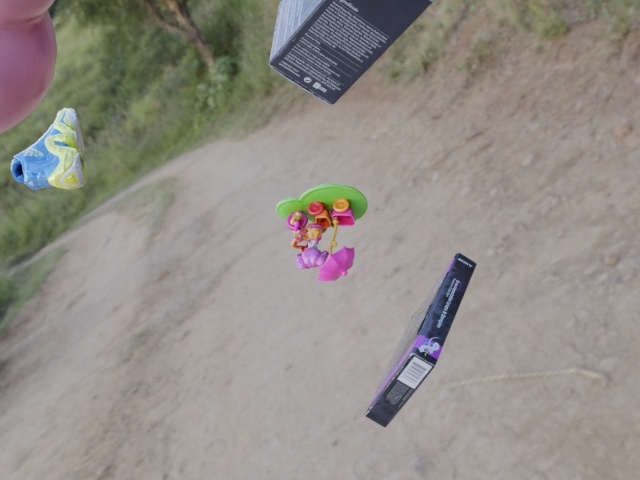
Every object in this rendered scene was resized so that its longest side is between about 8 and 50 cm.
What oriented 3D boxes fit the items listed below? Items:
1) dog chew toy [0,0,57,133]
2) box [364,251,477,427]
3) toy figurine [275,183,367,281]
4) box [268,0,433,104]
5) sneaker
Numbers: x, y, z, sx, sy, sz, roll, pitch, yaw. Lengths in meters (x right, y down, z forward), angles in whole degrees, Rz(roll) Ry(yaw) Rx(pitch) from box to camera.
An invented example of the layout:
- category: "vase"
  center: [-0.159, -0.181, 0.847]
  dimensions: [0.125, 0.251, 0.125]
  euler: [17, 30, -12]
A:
- category: "dog chew toy"
  center: [-0.330, -0.256, 0.770]
  dimensions: [0.331, 0.207, 0.206]
  euler: [-60, -4, 32]
- category: "box"
  center: [0.104, 0.099, 0.847]
  dimensions: [0.162, 0.029, 0.116]
  euler: [-58, -3, -47]
- category: "toy figurine"
  center: [0.000, 0.000, 1.505]
  dimensions: [0.173, 0.130, 0.159]
  euler: [-5, 57, 9]
- category: "box"
  center: [0.038, -0.306, 1.068]
  dimensions: [0.207, 0.108, 0.153]
  euler: [-40, 31, 38]
- category: "sneaker"
  center: [-0.490, -0.166, 1.487]
  dimensions: [0.126, 0.091, 0.240]
  euler: [-11, 33, -12]
